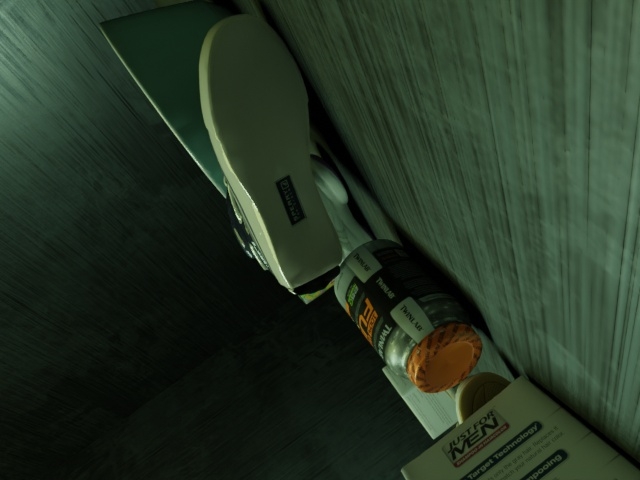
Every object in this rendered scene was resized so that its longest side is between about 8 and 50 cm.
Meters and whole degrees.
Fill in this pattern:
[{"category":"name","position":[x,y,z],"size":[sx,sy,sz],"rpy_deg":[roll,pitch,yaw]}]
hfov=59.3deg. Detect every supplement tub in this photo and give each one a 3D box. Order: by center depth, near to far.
[{"category":"supplement tub","position":[0.106,0.091,0.701],"size":[0.117,0.117,0.190],"rpy_deg":[57,176,-40]}]

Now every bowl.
[{"category":"bowl","position":[-0.161,-0.226,0.837],"size":[0.311,0.163,0.311],"rpy_deg":[53,178,3]}]

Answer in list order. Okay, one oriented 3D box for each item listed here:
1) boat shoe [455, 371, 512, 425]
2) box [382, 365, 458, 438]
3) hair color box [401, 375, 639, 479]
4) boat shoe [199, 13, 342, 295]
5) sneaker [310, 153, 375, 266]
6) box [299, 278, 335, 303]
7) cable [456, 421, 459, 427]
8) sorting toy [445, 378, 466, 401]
[{"category":"boat shoe","position":[0.245,0.267,0.701],"size":[0.277,0.098,0.096],"rpy_deg":[53,176,-12]},{"category":"box","position":[0.297,0.439,1.636],"size":[0.181,0.119,0.182],"rpy_deg":[55,178,-16]},{"category":"hair color box","position":[0.217,0.272,0.461],"size":[0.105,0.174,0.347],"rpy_deg":[54,178,-18]},{"category":"boat shoe","position":[-0.086,-0.097,0.701],"size":[0.158,0.127,0.340],"rpy_deg":[24,134,54]},{"category":"sneaker","position":[0.000,0.000,0.938],"size":[0.114,0.152,0.305],"rpy_deg":[31,162,47]},{"category":"box","position":[-0.066,-0.050,1.207],"size":[0.279,0.177,0.290],"rpy_deg":[53,176,22]},{"category":"cable","position":[0.382,0.496,1.425],"size":[0.139,0.072,0.287],"rpy_deg":[59,179,24]},{"category":"sorting toy","position":[0.221,0.227,1.110],"size":[0.274,0.046,0.132],"rpy_deg":[54,177,-7]}]
